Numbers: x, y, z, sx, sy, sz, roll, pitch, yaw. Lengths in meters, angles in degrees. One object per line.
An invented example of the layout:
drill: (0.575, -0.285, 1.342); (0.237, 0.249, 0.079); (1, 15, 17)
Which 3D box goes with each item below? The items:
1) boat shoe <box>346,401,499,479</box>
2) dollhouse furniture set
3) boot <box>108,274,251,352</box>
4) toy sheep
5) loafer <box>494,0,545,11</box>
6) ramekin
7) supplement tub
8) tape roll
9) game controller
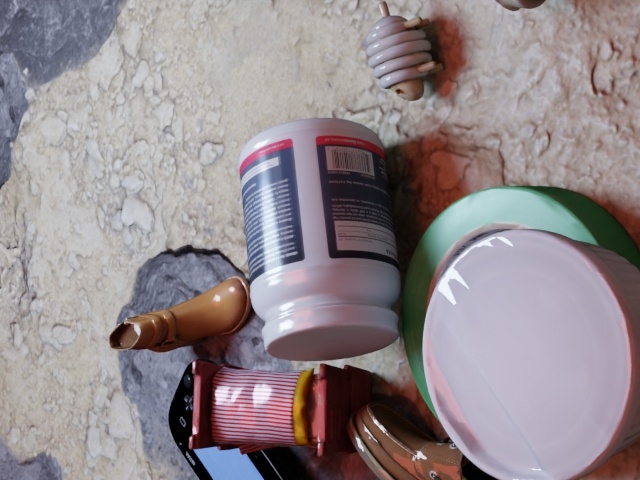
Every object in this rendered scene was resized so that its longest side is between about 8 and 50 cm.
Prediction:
boat shoe: (0.165, 0.287, 1.696); (0.307, 0.110, 0.104); (41, 115, 25)
dollhouse furniture set: (-0.048, 0.344, 1.804); (0.201, 0.152, 0.374); (-4, 81, 25)
boot: (-0.203, 0.115, 2.012); (0.197, 0.152, 0.073); (-39, 65, 39)
toy sheep: (0.100, -0.238, 1.743); (0.091, 0.091, 0.132); (-21, 82, 44)
loafer: (0.192, -0.371, 1.640); (0.092, 0.102, 0.269); (-41, 55, 40)
ramekin: (0.248, 0.120, 1.472); (0.273, 0.127, 0.273); (3, 94, 44)
supplement tub: (0.000, 0.000, 1.749); (0.191, 0.191, 0.272); (-25, 63, 43)
tape roll: (0.238, 0.096, 1.624); (0.321, 0.077, 0.321); (3, 94, 44)
game controller: (-0.121, 0.324, 2.003); (0.319, 0.067, 0.166); (51, 125, 32)
